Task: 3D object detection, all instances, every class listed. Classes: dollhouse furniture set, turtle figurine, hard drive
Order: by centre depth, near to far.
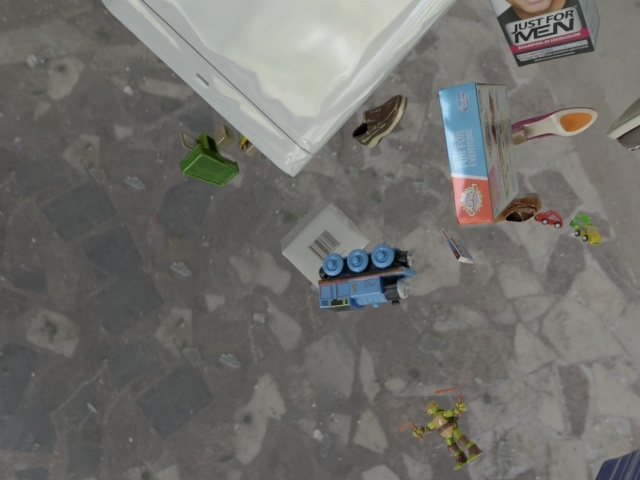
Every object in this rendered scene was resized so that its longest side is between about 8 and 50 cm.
[{"bbox_3d":[-0.002,-0.237,0.418,0.233,0.353,0.047,43,37,-6],"label":"hard drive"},{"bbox_3d":[-0.269,-0.330,1.658,0.151,0.302,0.197,21,41,-47],"label":"dollhouse furniture set"},{"bbox_3d":[0.382,0.584,1.753,0.087,0.269,0.217,-5,55,-52],"label":"turtle figurine"}]

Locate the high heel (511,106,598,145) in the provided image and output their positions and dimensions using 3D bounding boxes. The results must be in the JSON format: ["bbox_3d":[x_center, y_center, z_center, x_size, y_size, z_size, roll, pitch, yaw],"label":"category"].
[{"bbox_3d":[0.660,-0.334,1.638,0.082,0.244,0.117,61,29,-16],"label":"high heel"}]

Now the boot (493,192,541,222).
[{"bbox_3d":[0.594,-0.087,1.797,0.072,0.197,0.152,59,34,-8],"label":"boot"}]

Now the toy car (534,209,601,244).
[{"bbox_3d":[0.903,-0.062,2.016,0.239,0.053,0.225,30,27,35],"label":"toy car"}]

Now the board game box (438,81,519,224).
[{"bbox_3d":[0.317,-0.179,1.105,0.317,0.064,0.242,-26,108,-60],"label":"board game box"}]

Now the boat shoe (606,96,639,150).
[{"bbox_3d":[0.499,-0.191,0.670,0.097,0.324,0.116,44,51,-4],"label":"boat shoe"}]

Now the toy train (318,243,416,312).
[{"bbox_3d":[0.080,0.069,1.015,0.080,0.184,0.105,16,67,-59],"label":"toy train"}]

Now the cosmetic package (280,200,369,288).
[{"bbox_3d":[0.000,0.000,1.664,0.155,0.365,0.197,44,92,-6],"label":"cosmetic package"}]

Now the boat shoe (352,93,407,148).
[{"bbox_3d":[0.175,-0.372,1.780,0.095,0.257,0.095,18,61,-15],"label":"boat shoe"}]

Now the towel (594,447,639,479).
[{"bbox_3d":[0.562,0.375,0.891,0.243,0.336,0.040,-24,75,-47],"label":"towel"}]

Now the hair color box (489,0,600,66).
[{"bbox_3d":[0.482,-0.578,1.278,0.374,0.186,0.113,45,56,-40],"label":"hair color box"}]

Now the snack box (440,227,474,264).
[{"bbox_3d":[0.491,0.019,2.054,0.064,0.022,0.178,17,30,-23],"label":"snack box"}]
